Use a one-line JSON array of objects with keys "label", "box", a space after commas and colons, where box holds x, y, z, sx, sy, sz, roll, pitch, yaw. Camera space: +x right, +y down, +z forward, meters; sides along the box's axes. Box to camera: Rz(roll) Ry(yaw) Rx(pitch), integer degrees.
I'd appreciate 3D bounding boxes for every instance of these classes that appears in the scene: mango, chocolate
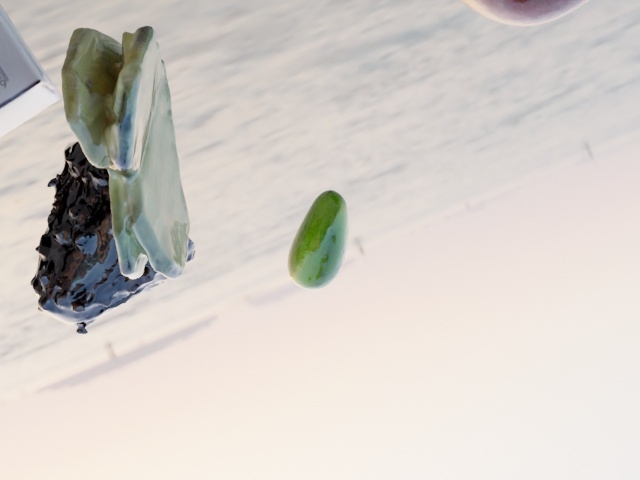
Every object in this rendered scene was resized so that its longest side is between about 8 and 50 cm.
[{"label": "mango", "box": [0.000, 0.000, 1.249, 0.056, 0.108, 0.073, 16, -161, 6]}, {"label": "chocolate", "box": [-0.200, 0.010, 1.076, 0.133, 0.156, 0.156, -50, -175, -12]}]

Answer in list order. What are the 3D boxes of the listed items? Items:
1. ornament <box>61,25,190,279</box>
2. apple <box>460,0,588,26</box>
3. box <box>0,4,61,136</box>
[{"label": "ornament", "box": [-0.138, -0.085, 0.959, 0.059, 0.201, 0.180, -3, -139, 6]}, {"label": "apple", "box": [0.211, -0.319, 1.247, 0.209, 0.209, 0.164, -23, 180, 14]}, {"label": "box", "box": [-0.404, -0.149, 1.142, 0.260, 0.194, 0.111, -32, 179, 0]}]
